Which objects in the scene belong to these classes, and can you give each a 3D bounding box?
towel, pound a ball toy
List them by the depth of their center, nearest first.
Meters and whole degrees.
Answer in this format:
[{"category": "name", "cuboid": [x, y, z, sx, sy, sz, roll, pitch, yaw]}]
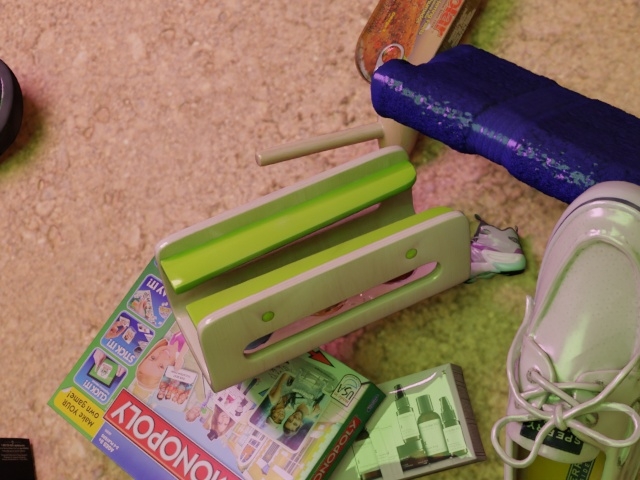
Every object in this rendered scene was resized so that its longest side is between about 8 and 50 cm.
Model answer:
[{"category": "towel", "cuboid": [0.215, -0.089, 0.985, 0.308, 0.227, 0.076, 29, 118, 22]}, {"category": "pound a ball toy", "cuboid": [0.000, 0.000, 1.038, 0.319, 0.136, 0.208, -23, 47, -15]}]

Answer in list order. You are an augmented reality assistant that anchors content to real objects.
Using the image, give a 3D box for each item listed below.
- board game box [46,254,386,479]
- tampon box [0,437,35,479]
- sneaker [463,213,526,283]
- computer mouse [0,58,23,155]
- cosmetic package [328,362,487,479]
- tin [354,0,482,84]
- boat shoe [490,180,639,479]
[{"category": "board game box", "cuboid": [-0.116, 0.164, 1.079, 0.317, 0.046, 0.213, 29, 78, 34]}, {"category": "tampon box", "cuboid": [-0.418, 0.287, 1.171, 0.161, 0.120, 0.102, -17, 74, 15]}, {"category": "sneaker", "cuboid": [0.158, 0.007, 1.073, 0.098, 0.038, 0.069, -9, 74, 8]}, {"category": "computer mouse", "cuboid": [-0.460, -0.136, 1.309, 0.272, 0.072, 0.189, -28, 73, 25]}, {"category": "cosmetic package", "cuboid": [0.037, 0.204, 1.059, 0.239, 0.060, 0.099, -19, 71, 16]}, {"category": "tin", "cuboid": [0.111, -0.241, 1.124, 0.106, 0.040, 0.190, 27, 86, 43]}, {"category": "boat shoe", "cuboid": [0.204, 0.138, 0.865, 0.135, 0.156, 0.367, 22, 124, 26]}]
